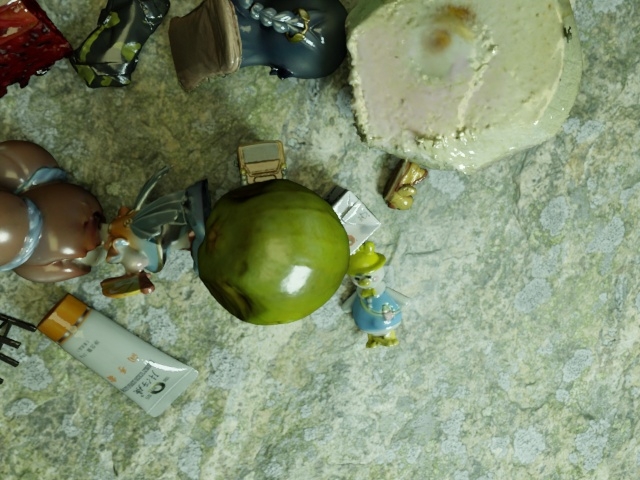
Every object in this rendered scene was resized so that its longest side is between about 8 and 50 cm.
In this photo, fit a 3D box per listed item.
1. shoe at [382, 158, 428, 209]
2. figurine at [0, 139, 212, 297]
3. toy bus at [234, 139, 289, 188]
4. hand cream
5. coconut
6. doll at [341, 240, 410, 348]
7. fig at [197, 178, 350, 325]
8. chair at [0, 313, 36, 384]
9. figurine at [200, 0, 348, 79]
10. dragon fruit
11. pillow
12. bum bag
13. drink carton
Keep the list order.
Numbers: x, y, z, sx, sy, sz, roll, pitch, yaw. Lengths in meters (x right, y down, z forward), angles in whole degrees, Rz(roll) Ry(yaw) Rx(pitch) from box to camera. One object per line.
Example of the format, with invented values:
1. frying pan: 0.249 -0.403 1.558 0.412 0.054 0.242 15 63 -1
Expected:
1. shoe: 0.179 -0.115 1.017 0.069 0.072 0.109 16 98 -9
2. figurine: -0.390 -0.028 0.843 0.388 0.276 0.248 -3 126 -8
3. toy bus: -0.113 -0.131 0.905 0.091 0.182 0.103 -9 95 -9
4. hand cream: -0.412 0.236 0.974 0.314 0.089 0.139 41 94 -23
5. coconut: 0.247 -0.312 0.861 0.405 0.404 0.404 -2 102 -11
6. doll: 0.110 0.114 1.040 0.099 0.135 0.241 -27 109 -34
7. fig: -0.056 0.022 0.782 0.271 0.239 0.239 10 100 -38
8. chair: -0.674 0.177 0.907 0.213 0.084 0.101 28 98 -14
9. figurine: -0.076 -0.384 0.871 0.265 0.197 0.175 -5 138 -13
10. dragon fruit: -0.606 -0.384 0.731 0.286 0.228 0.329 -28 107 -3
11. pillow: -0.206 -0.341 0.841 0.034 0.211 0.135 -17 105 -42
12. bum bag: -0.358 -0.375 0.864 0.107 0.060 0.232 27 95 -21
13. drink carton: 0.001 0.000 0.974 0.222 0.134 0.102 -44 104 0
